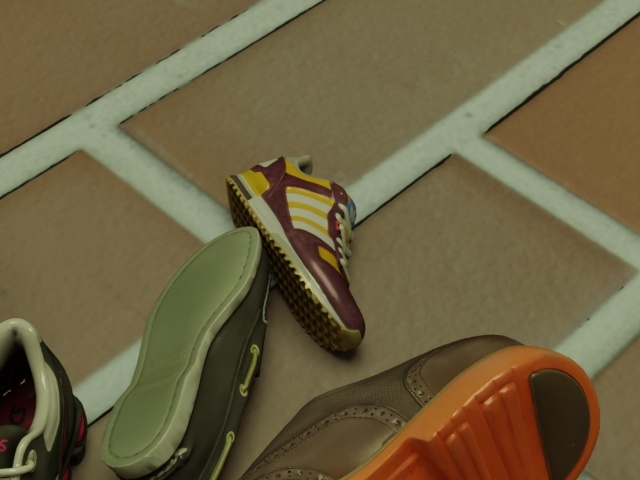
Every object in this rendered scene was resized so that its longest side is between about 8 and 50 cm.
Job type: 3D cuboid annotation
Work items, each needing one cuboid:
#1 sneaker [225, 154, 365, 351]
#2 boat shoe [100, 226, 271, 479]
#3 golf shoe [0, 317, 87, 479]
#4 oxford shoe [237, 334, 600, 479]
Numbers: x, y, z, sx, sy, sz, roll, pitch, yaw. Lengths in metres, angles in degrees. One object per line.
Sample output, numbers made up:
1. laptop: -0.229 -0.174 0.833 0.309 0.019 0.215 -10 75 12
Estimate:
1. sneaker: 0.000 0.000 0.996 0.084 0.069 0.185 -24 53 -16
2. boat shoe: -0.080 0.085 0.918 0.081 0.068 0.227 -16 35 33
3. golf shoe: -0.205 0.174 0.793 0.105 0.120 0.272 2 48 -3
4. oxford shoe: -0.002 0.178 0.823 0.364 0.130 0.133 -29 22 -18
